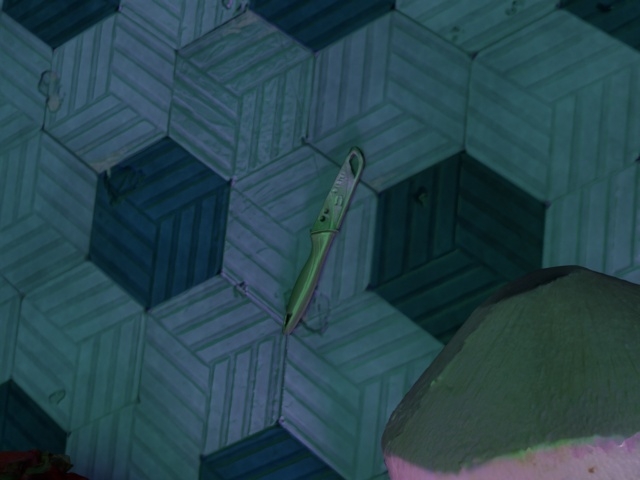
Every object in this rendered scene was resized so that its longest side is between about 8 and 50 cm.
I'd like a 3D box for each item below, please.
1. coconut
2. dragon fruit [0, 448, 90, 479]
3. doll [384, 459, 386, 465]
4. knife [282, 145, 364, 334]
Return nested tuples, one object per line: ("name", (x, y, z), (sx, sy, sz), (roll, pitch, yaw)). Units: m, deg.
("coconut", (0.199, 0.172, 0.918), (0.297, 0.297, 0.309), (-10, 94, 24))
("dragon fruit", (-0.302, 0.359, 1.231), (0.231, 0.237, 0.302), (-7, 91, 45))
("doll", (0.154, 0.231, 1.104), (0.211, 0.093, 0.262), (0, 83, 22))
("knife", (0.000, 0.000, 1.267), (0.030, 0.014, 0.207), (23, 89, 27))
